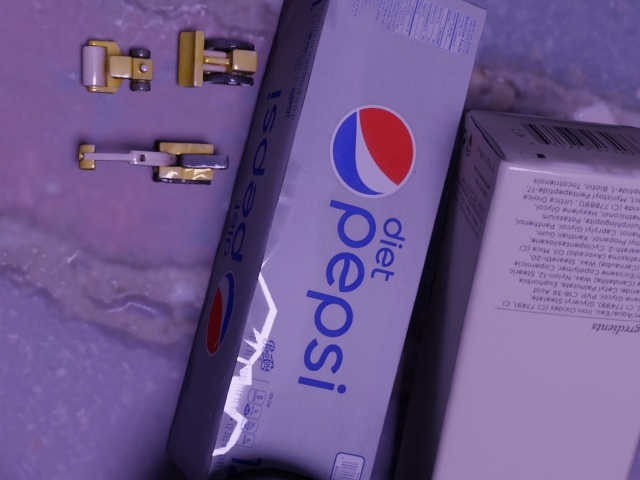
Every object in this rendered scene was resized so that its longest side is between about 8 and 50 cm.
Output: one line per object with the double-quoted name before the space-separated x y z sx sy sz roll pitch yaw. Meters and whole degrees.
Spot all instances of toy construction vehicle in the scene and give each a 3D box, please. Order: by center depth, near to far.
"toy construction vehicle" -0.082 -0.074 0.565 0.098 0.035 0.085 4 92 -21

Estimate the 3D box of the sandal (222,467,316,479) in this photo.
"sandal" 0.041 0.313 0.542 0.168 0.107 0.445 -28 99 3

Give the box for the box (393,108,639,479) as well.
"box" 0.113 0.075 0.563 0.113 0.094 0.275 7 113 -8

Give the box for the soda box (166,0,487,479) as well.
"soda box" 0.000 0.000 0.567 0.091 0.098 0.286 15 88 -19
